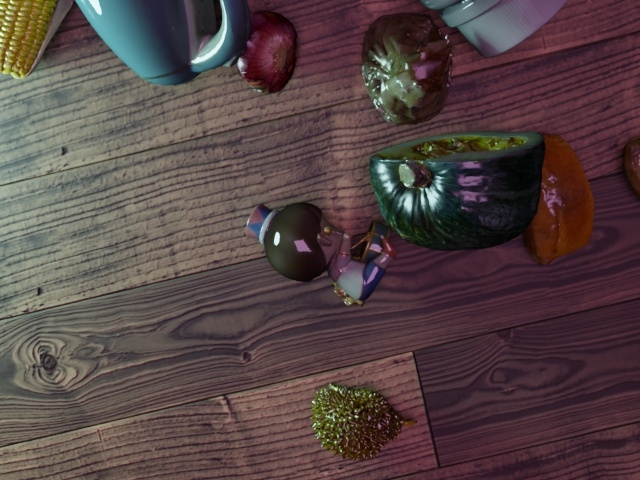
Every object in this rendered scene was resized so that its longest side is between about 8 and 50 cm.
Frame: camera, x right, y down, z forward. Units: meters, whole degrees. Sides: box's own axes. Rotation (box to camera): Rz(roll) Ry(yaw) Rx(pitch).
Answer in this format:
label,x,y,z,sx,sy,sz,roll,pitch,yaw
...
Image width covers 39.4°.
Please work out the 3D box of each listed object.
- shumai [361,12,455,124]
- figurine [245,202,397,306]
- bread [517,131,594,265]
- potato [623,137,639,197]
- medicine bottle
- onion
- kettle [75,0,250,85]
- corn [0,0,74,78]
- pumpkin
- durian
label,x,y,z,sx,sy,sz,roll,pitch,yaw
shumai,0.160,-0.308,1.576,0.166,0.175,0.206,-14,96,2
figurine,-0.003,0.008,1.648,0.275,0.161,0.158,21,58,-6
bread,0.425,-0.078,1.638,0.129,0.134,0.260,-18,99,1
potato,0.631,-0.120,1.660,0.170,0.080,0.107,45,104,-4
medicine bottle,0.261,-0.489,1.512,0.245,0.245,0.306,-42,106,6
onion,-0.119,-0.342,1.606,0.140,0.150,0.150,17,101,33
kettle,-0.266,-0.424,1.498,0.319,0.247,0.342,5,127,39
corn,-0.521,-0.439,1.584,0.123,0.122,0.305,26,97,23
pumpkin,0.241,-0.074,1.567,0.263,0.293,0.197,-18,106,-38
durian,0.085,0.359,1.727,0.208,0.102,0.146,3,94,-5
